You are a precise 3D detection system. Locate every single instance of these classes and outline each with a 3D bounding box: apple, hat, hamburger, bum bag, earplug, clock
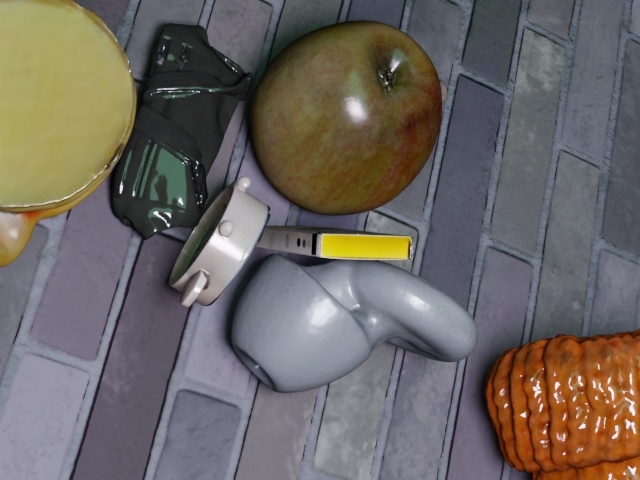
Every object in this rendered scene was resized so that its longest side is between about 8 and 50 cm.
[{"bbox_3d":[0.040,-0.165,1.658,0.257,0.234,0.257,10,69,-28],"label":"apple"},{"bbox_3d":[0.364,0.318,1.644,0.285,0.285,0.400,3,77,-27],"label":"hat"},{"bbox_3d":[-0.356,-0.127,1.456,0.261,0.186,0.303,7,76,-13],"label":"hamburger"},{"bbox_3d":[-0.178,-0.145,1.625,0.142,0.079,0.326,21,65,-16],"label":"bum bag"},{"bbox_3d":[0.045,0.107,1.594,0.325,0.214,0.175,2,87,-21],"label":"earplug"},{"bbox_3d":[-0.124,0.006,1.557,0.063,0.155,0.229,32,38,-16],"label":"clock"}]

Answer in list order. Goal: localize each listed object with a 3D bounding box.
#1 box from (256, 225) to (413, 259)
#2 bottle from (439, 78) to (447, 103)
[{"bbox_3d":[0.000,0.000,1.573,0.129,0.247,0.033,1,93,-28],"label":"box"},{"bbox_3d":[0.140,-0.217,1.836,0.096,0.045,0.045,-6,76,-30],"label":"bottle"}]
